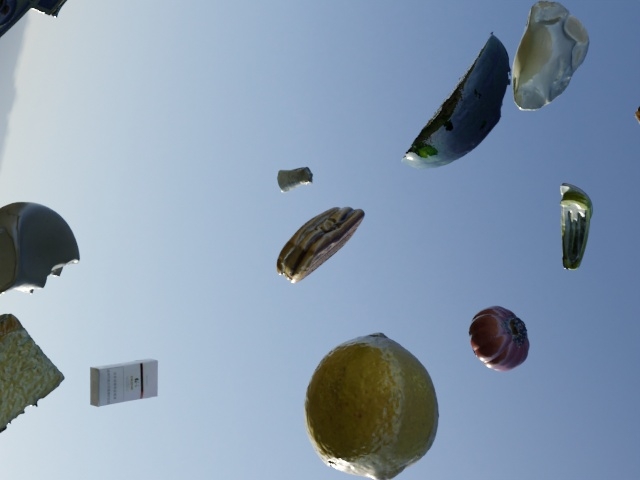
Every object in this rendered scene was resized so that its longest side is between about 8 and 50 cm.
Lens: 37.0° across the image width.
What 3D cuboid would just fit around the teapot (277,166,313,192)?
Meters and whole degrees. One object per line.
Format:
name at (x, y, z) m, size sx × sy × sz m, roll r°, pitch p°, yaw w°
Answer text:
teapot at (-0.055, -0.149, 2.262) m, size 0.083 × 0.057 × 0.067 m, roll -8°, pitch -139°, yaw 24°

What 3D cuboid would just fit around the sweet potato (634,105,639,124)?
sweet potato at (0.538, -0.173, 1.505) m, size 0.049 × 0.117 × 0.049 m, roll -37°, pitch 177°, yaw -2°

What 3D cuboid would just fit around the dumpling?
dumpling at (0.478, -0.377, 1.991) m, size 0.124 × 0.151 × 0.228 m, roll -127°, pitch -130°, yaw -70°

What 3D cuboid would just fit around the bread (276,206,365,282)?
bread at (0.000, 0.000, 1.887) m, size 0.200 × 0.077 × 0.116 m, roll -38°, pitch 160°, yaw -43°

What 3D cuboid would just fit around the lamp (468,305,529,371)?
lamp at (0.286, 0.157, 1.529) m, size 0.092 × 0.108 × 0.107 m, roll -37°, pitch -138°, yaw 36°

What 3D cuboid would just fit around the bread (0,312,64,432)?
bread at (-0.463, 0.188, 1.376) m, size 0.152 × 0.147 × 0.127 m, roll -31°, pitch -163°, yaw 28°

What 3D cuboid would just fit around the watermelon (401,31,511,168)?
watermelon at (0.257, -0.249, 1.795) m, size 0.301 × 0.123 × 0.129 m, roll -56°, pitch -149°, yaw 15°

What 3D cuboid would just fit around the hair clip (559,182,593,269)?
hair clip at (0.478, -0.025, 1.796) m, size 0.033 × 0.060 × 0.188 m, roll -48°, pitch 141°, yaw -45°

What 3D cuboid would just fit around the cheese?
cheese at (-0.539, 0.015, 1.796) m, size 0.091 × 0.202 × 0.175 m, roll -5°, pitch -95°, yaw 30°

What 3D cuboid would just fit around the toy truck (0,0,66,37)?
toy truck at (-0.341, -0.355, 1.169) m, size 0.257 × 0.127 × 0.127 m, roll -48°, pitch -135°, yaw -6°

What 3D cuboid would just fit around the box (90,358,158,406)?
box at (-0.423, 0.306, 2.068) m, size 0.040 × 0.154 × 0.083 m, roll 0°, pitch -88°, yaw 44°

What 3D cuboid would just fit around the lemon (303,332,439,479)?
lemon at (0.099, 0.331, 1.889) m, size 0.293 × 0.293 × 0.293 m, roll -166°, pitch -90°, yaw -69°
